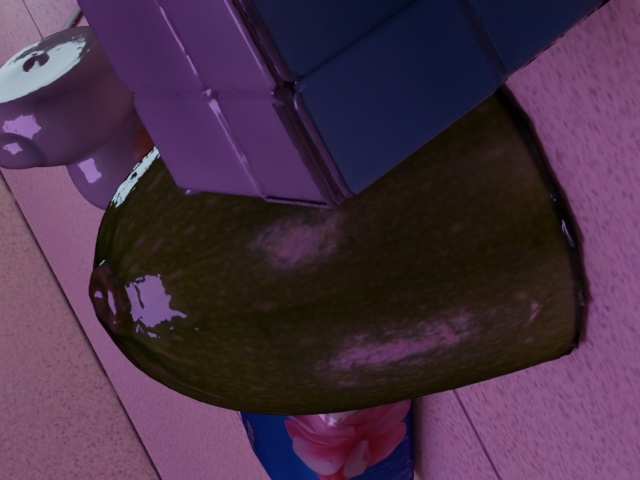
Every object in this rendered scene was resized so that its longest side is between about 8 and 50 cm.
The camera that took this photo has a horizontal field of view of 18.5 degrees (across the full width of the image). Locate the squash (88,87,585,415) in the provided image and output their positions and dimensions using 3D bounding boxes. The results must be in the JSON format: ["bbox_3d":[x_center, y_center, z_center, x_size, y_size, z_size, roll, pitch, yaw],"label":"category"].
[{"bbox_3d":[-0.011,0.023,1.448,0.310,0.308,0.310,54,163,24],"label":"squash"}]

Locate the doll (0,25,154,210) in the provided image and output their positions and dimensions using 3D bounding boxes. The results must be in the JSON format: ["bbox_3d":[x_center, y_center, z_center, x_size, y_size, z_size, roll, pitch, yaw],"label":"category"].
[{"bbox_3d":[-0.273,-0.128,2.289,0.251,0.221,0.221,-3,119,37],"label":"doll"}]

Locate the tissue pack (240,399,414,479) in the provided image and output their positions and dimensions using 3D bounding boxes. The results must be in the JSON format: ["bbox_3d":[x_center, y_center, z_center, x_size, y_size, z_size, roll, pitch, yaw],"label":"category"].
[{"bbox_3d":[-0.005,0.149,1.968,0.209,0.137,0.270,56,164,28],"label":"tissue pack"}]

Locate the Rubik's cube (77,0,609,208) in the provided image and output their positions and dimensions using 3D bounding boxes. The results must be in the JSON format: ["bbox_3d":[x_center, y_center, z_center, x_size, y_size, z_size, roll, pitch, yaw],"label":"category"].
[{"bbox_3d":[-0.009,-0.176,1.161,0.221,0.231,0.225,7,131,61],"label":"Rubik's cube"}]
